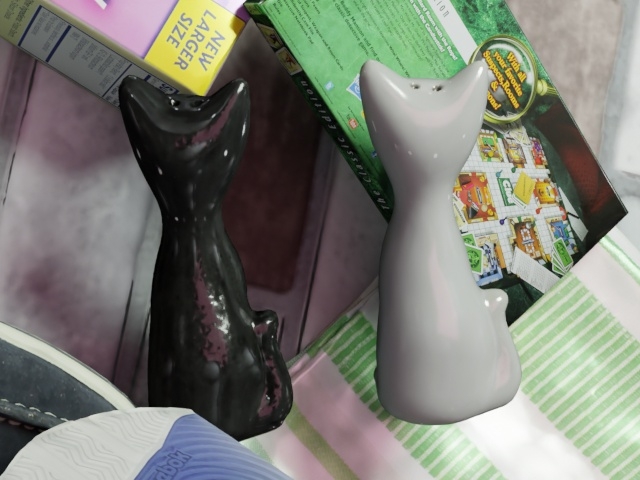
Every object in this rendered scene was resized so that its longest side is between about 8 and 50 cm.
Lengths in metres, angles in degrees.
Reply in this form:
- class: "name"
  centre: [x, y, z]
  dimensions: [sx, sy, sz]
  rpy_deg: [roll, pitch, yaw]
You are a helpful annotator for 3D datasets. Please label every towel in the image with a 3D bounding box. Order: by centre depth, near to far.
- class: "towel"
  centre: [0.102, 0.120, 0.971]
  dimensions: [0.248, 0.038, 0.325]
  rpy_deg: [45, 73, 4]

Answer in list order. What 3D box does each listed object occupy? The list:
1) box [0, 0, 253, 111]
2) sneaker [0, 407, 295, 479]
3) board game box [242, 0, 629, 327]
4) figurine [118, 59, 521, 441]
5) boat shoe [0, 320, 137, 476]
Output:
- class: "box"
  centre: [-0.133, -0.222, 0.915]
  dimensions: [0.243, 0.117, 0.213]
  rpy_deg: [33, 75, -13]
- class: "sneaker"
  centre: [-0.148, 0.218, 0.760]
  dimensions: [0.127, 0.182, 0.315]
  rpy_deg: [33, 37, 25]
- class: "board game box"
  centre: [0.076, -0.075, 0.924]
  dimensions: [0.136, 0.030, 0.259]
  rpy_deg: [-40, 113, -14]
- class: "figurine"
  centre: [0.000, 0.000, 0.866]
  dimensions: [0.215, 0.092, 0.209]
  rpy_deg: [-5, 112, 0]
- class: "boat shoe"
  centre: [-0.291, 0.114, 0.740]
  dimensions: [0.500, 0.156, 0.187]
  rpy_deg: [17, 109, -38]
